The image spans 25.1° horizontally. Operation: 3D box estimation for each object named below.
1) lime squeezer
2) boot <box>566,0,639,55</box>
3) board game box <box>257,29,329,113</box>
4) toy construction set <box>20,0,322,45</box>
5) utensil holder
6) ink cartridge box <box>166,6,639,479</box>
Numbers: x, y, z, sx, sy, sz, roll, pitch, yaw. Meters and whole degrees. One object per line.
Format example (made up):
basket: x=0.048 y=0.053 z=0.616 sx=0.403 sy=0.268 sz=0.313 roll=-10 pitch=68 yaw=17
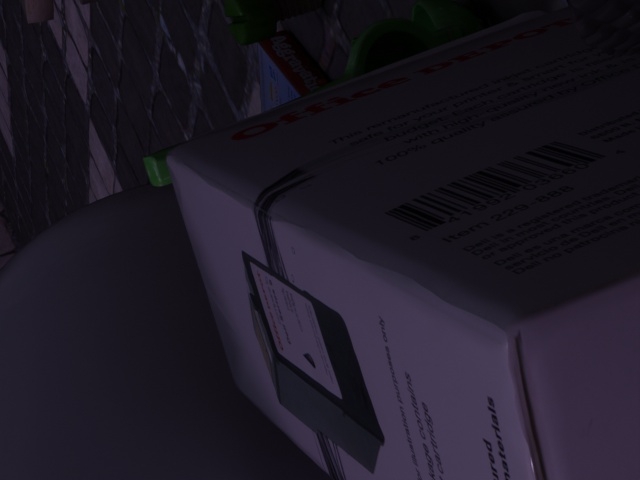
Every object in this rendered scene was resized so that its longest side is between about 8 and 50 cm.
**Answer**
lime squeezer: x=0.023 y=-0.087 z=0.716 sx=0.310 sy=0.110 sz=0.059 roll=-44 pitch=-43 yaw=-64
boot: x=0.091 y=-0.138 z=0.373 sx=0.083 sy=0.246 sz=0.161 roll=-28 pitch=84 yaw=29
board game box: x=0.000 y=0.000 z=1.057 sx=0.281 sy=0.027 sz=0.145 roll=89 pitch=156 yaw=-44
toy construction set: x=-0.106 y=-0.208 z=0.811 sx=0.257 sy=0.237 sz=0.309 roll=65 pitch=161 yaw=16
utensil holder: x=-0.048 y=0.194 z=0.750 sx=0.385 sy=0.328 sz=0.327 roll=-103 pitch=3 yaw=-61
ink cartridge box: x=0.094 y=0.008 z=0.512 sx=0.289 sy=0.211 sz=0.121 roll=30 pitch=138 yaw=65
